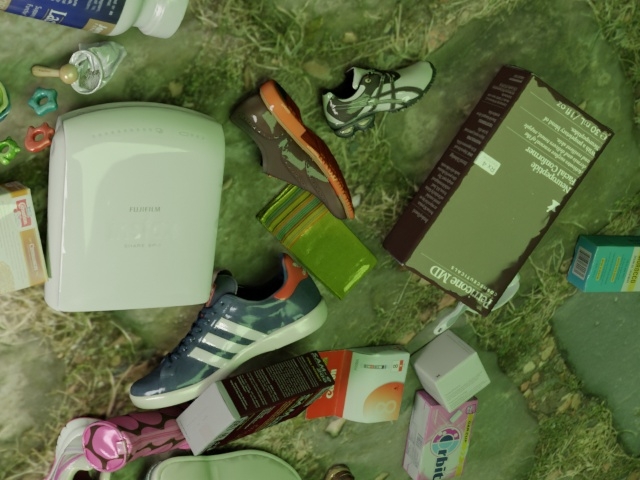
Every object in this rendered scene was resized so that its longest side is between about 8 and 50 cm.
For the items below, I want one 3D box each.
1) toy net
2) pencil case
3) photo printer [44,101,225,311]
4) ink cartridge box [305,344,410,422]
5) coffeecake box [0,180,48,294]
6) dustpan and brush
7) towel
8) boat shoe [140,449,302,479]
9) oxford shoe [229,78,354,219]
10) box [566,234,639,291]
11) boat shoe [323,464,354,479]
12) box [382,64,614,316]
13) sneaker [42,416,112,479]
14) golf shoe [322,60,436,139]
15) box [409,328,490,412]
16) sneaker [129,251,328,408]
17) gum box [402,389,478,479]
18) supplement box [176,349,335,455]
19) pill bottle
[{"bbox_3d":[-0.365,-0.201,1.333,0.232,0.122,0.045,-30,159,-3],"label":"toy net"},{"bbox_3d":[-0.276,0.311,1.579,0.209,0.098,0.095,-6,101,-57],"label":"pencil case"},{"bbox_3d":[-0.271,-0.051,1.451,0.256,0.107,0.307,-1,113,-25],"label":"photo printer"},{"bbox_3d":[0.069,0.266,1.802,0.179,0.045,0.145,-3,114,-27],"label":"ink cartridge box"},{"bbox_3d":[-0.490,0.010,1.372,0.186,0.068,0.142,-17,112,-29],"label":"coffeecake box"},{"bbox_3d":[0.280,0.096,1.813,0.211,0.060,0.147,-36,123,-6],"label":"dustpan and brush"},{"bbox_3d":[0.000,0.000,1.658,0.102,0.021,0.237,-44,124,0],"label":"towel"},{"bbox_3d":[-0.174,0.438,1.753,0.320,0.116,0.099,13,150,-37],"label":"boat shoe"},{"bbox_3d":[-0.039,-0.125,1.552,0.098,0.097,0.271,-31,118,11],"label":"oxford shoe"},{"bbox_3d":[0.611,0.047,1.950,0.244,0.060,0.100,0,113,-26],"label":"box"},{"bbox_3d":[0.023,0.519,1.886,0.064,0.060,0.177,8,109,-29],"label":"boat shoe"},{"bbox_3d":[0.295,-0.085,1.668,0.191,0.143,0.381,31,99,-17],"label":"box"},{"bbox_3d":[-0.404,0.419,1.603,0.103,0.111,0.252,10,108,-29],"label":"sneaker"},{"bbox_3d":[0.093,-0.243,1.557,0.198,0.077,0.094,-33,123,-10],"label":"golf shoe"},{"bbox_3d":[0.240,0.242,1.837,0.102,0.101,0.087,-35,123,-9],"label":"box"},{"bbox_3d":[-0.169,0.137,1.592,0.350,0.131,0.148,-30,106,-8],"label":"sneaker"},{"bbox_3d":[0.232,0.382,1.922,0.107,0.062,0.188,-3,114,-24],"label":"gum box"},{"bbox_3d":[-0.103,0.263,1.618,0.239,0.073,0.130,-12,154,-48],"label":"supplement box"},{"bbox_3d":[-0.309,-0.350,1.267,0.265,0.153,0.153,8,109,-28],"label":"pill bottle"}]
